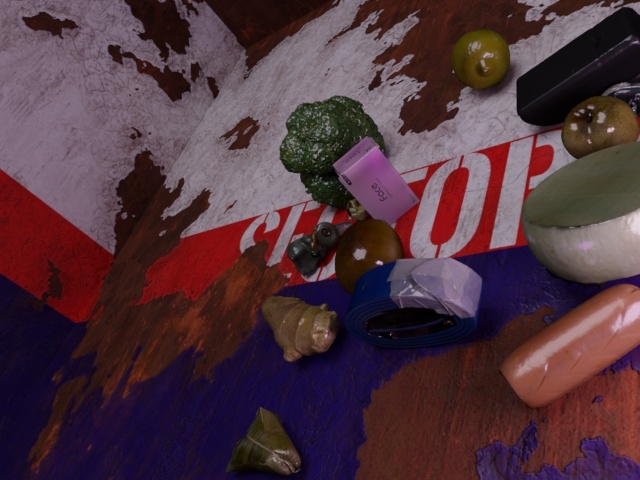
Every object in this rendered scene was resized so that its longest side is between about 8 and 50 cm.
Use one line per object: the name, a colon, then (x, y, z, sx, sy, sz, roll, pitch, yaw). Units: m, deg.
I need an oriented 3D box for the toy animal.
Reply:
toy animal: (-0.009, -0.003, 1.959, 0.236, 0.108, 0.138, -48, 31, -6)

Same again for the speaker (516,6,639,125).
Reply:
speaker: (0.723, -0.428, 1.601, 0.388, 0.184, 0.180, -32, 31, 40)

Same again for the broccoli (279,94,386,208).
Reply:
broccoli: (0.043, -0.329, 2.110, 0.321, 0.310, 0.413, -38, 66, 22)

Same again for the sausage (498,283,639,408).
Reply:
sausage: (0.483, 0.195, 1.143, 0.304, 0.121, 0.121, -39, 32, 11)

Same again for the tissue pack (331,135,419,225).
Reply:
tissue pack: (0.167, -0.170, 1.816, 0.148, 0.246, 0.092, -40, 32, 8)

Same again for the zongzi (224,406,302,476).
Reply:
zongzi: (-0.150, 0.549, 1.494, 0.204, 0.094, 0.205, -49, 32, 0)

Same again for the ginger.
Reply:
ginger: (-0.070, 0.237, 1.743, 0.190, 0.126, 0.354, -59, 30, -3)

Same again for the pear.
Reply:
pear: (0.664, -0.265, 1.455, 0.167, 0.136, 0.167, -30, 39, 27)

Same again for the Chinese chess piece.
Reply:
Chinese chess piece: (0.584, -0.059, 1.224, 0.349, 0.146, 0.349, -29, 18, 10)

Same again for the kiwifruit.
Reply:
kiwifruit: (0.134, 0.045, 1.664, 0.196, 0.196, 0.234, -25, 30, 30)

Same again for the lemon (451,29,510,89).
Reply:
lemon: (0.512, -0.585, 1.964, 0.184, 0.184, 0.248, -37, 27, 13)

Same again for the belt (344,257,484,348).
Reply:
belt: (0.209, 0.150, 1.429, 0.347, 0.212, 0.117, -18, 38, 43)

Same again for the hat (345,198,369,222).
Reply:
hat: (0.125, -0.095, 1.961, 0.076, 0.059, 0.077, -24, 39, 3)

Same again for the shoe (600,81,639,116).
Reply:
shoe: (0.765, -0.332, 1.487, 0.169, 0.071, 0.099, -10, 48, 39)
